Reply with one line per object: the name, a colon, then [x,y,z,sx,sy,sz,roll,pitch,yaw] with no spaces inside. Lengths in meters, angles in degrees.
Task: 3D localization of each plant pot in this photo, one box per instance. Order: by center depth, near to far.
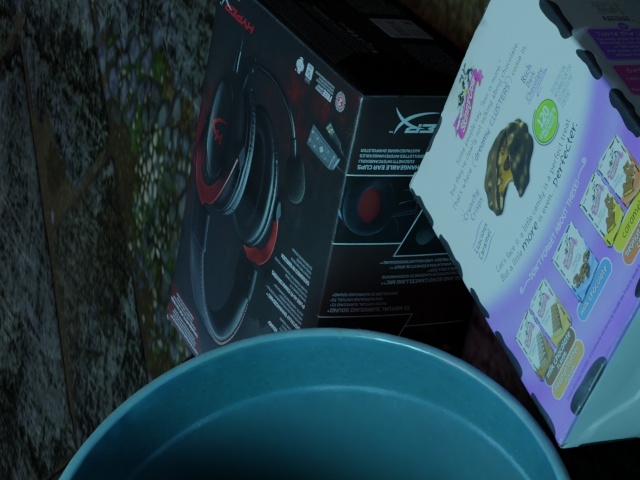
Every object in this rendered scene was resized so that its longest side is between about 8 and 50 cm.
plant pot: [0.006,0.231,0.904,0.255,0.271,0.272,79,169,-49]

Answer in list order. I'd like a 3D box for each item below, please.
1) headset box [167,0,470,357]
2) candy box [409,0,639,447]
headset box: [0.000,0.000,1.085,0.218,0.110,0.293,49,134,52]
candy box: [0.134,-0.025,0.852,0.196,0.070,0.165,63,145,40]
